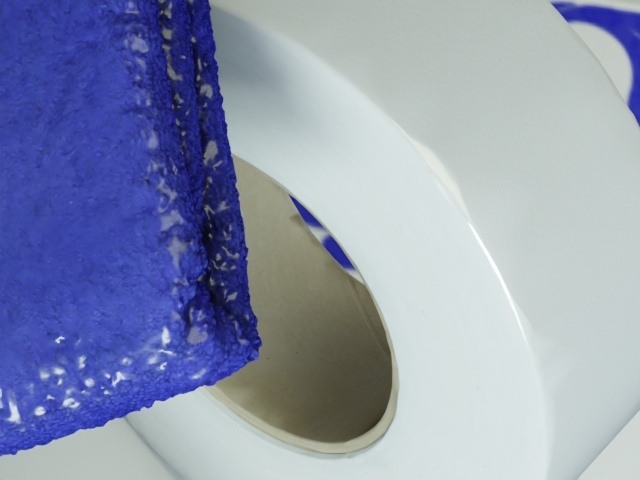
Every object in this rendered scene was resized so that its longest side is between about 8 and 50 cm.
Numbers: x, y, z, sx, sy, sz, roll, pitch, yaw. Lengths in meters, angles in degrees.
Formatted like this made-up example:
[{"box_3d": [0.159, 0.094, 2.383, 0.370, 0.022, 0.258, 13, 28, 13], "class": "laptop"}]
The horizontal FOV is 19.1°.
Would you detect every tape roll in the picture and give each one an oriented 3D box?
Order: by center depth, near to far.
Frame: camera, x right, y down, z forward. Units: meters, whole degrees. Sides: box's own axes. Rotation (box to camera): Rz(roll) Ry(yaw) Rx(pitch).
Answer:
[{"box_3d": [0.000, 0.000, 0.775, 0.286, 0.286, 0.100, 51, 55, -1], "class": "tape roll"}]

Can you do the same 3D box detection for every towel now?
[{"box_3d": [-0.163, -0.019, 0.689, 0.076, 0.308, 0.228, 13, 63, -57], "class": "towel"}]
